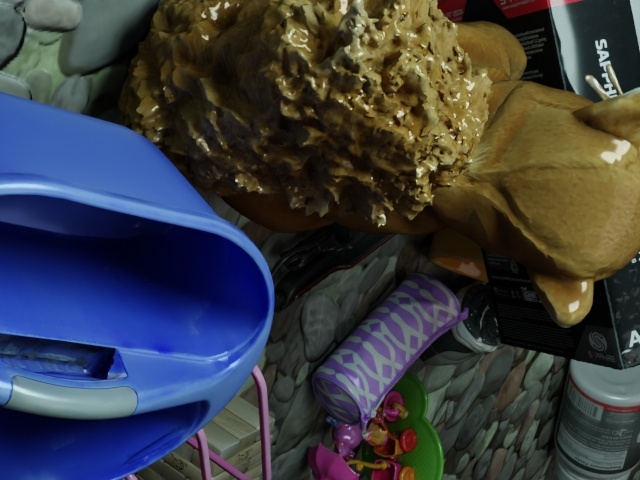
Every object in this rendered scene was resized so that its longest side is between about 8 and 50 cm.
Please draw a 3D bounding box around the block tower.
[{"bbox_3d":[-0.140,0.299,1.294,0.091,0.097,0.335,-18,130,-52],"label":"block tower"}]

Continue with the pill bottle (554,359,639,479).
[{"bbox_3d":[0.505,0.319,2.269,0.161,0.161,0.283,-37,144,-35],"label":"pill bottle"}]

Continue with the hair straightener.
[{"bbox_3d":[0.000,0.000,1.307,0.230,0.047,0.089,-31,140,-35],"label":"hair straightener"}]

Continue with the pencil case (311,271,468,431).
[{"bbox_3d":[0.078,0.127,1.490,0.206,0.088,0.086,-46,151,-26],"label":"pencil case"}]

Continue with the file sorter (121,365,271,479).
[{"bbox_3d":[-0.197,0.193,1.013,0.291,0.182,0.202,-40,146,-32],"label":"file sorter"}]

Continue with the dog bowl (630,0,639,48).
[{"bbox_3d":[0.327,-0.289,1.325,0.265,0.104,0.265,3,85,-40],"label":"dog bowl"}]

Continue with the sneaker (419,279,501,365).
[{"bbox_3d":[0.203,0.100,1.679,0.108,0.100,0.271,-32,172,27],"label":"sneaker"}]

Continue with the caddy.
[{"bbox_3d":[-0.188,0.050,0.812,0.341,0.179,0.241,13,118,-45],"label":"caddy"}]

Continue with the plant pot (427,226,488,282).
[{"bbox_3d":[0.250,-0.042,1.520,0.205,0.205,0.188,26,78,-61],"label":"plant pot"}]

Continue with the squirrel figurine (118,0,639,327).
[{"bbox_3d":[0.065,-0.079,0.985,0.397,0.370,0.281,-1,117,-58],"label":"squirrel figurine"}]

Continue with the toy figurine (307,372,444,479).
[{"bbox_3d":[0.056,0.251,1.566,0.159,0.130,0.173,4,91,-49],"label":"toy figurine"}]

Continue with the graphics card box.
[{"bbox_3d":[0.224,-0.073,1.219,0.094,0.233,0.371,-14,96,-20],"label":"graphics card box"}]
